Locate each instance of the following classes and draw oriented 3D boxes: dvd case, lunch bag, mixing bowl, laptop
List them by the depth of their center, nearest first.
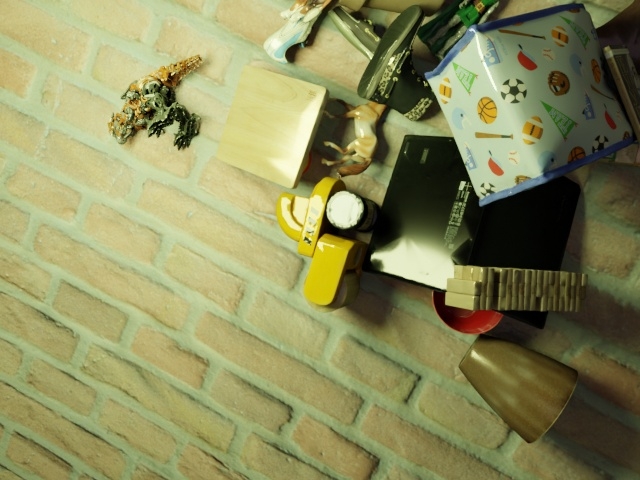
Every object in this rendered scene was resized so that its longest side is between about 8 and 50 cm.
[{"bbox_3d":[0.464,-0.290,0.995,0.385,0.239,0.328,-23,90,-19],"label":"lunch bag"},{"bbox_3d":[0.668,-0.311,1.011,0.018,0.164,0.221,-21,92,46],"label":"dvd case"},{"bbox_3d":[0.379,-0.032,1.192,0.408,0.236,0.382,13,80,35],"label":"laptop"},{"bbox_3d":[0.373,0.149,1.219,0.181,0.098,0.181,-1,81,4],"label":"mixing bowl"}]

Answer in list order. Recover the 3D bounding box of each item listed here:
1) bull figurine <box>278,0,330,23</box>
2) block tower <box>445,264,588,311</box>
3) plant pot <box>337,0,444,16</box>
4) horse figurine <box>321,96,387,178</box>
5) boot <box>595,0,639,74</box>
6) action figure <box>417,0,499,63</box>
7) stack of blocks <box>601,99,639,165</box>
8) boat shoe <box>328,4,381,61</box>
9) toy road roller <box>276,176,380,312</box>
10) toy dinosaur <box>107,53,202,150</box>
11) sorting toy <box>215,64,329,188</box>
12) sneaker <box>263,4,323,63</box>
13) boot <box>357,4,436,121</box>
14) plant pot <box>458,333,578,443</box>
[{"bbox_3d":[-0.055,-0.655,1.143,0.188,0.101,0.310,-42,55,21],"label":"bull figurine"},{"bbox_3d":[0.444,0.107,1.050,0.335,0.097,0.091,4,90,-24],"label":"block tower"},{"bbox_3d":[0.193,-0.644,1.104,0.229,0.263,0.263,18,100,-11],"label":"plant pot"},{"bbox_3d":[0.091,-0.280,1.227,0.174,0.066,0.263,2,83,-4],"label":"horse figurine"},{"bbox_3d":[0.701,-0.503,1.098,0.207,0.090,0.248,-11,99,8],"label":"boot"},{"bbox_3d":[0.361,-0.549,1.155,0.137,0.063,0.232,39,103,-25],"label":"action figure"},{"bbox_3d":[0.642,-0.283,1.137,0.297,0.087,0.171,10,98,8],"label":"stack of blocks"},{"bbox_3d":[0.118,-0.513,1.203,0.228,0.081,0.068,45,100,-6],"label":"boat shoe"},{"bbox_3d":[0.000,0.000,1.229,0.240,0.202,0.330,16,94,19],"label":"toy road roller"},{"bbox_3d":[-0.448,-0.376,1.283,0.218,0.164,0.322,53,124,16],"label":"toy dinosaur"},{"bbox_3d":[-0.115,-0.291,1.233,0.257,0.089,0.255,24,100,24],"label":"sorting toy"},{"bbox_3d":[-0.045,-0.562,1.228,0.086,0.085,0.237,40,99,-24],"label":"sneaker"},{"bbox_3d":[0.218,-0.420,1.151,0.178,0.085,0.236,21,115,-27],"label":"boot"},{"bbox_3d":[0.478,0.347,1.200,0.230,0.215,0.215,34,101,19],"label":"plant pot"}]
